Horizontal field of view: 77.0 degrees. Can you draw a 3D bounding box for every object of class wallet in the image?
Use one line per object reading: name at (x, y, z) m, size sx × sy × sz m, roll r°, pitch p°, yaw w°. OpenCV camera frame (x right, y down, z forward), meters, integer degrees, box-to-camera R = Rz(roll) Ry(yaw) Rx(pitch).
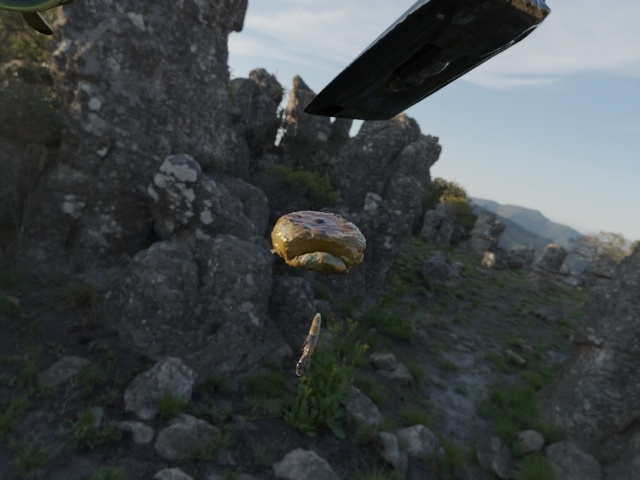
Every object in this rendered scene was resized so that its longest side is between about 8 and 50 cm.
wallet at (0.106, -0.196, 0.452) m, size 0.169 × 0.052 × 0.245 m, roll -15°, pitch -6°, yaw -40°

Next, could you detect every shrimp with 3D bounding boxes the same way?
shrimp at (-0.036, 0.294, 1.078) m, size 0.035 × 0.147 × 0.195 m, roll 22°, pitch 50°, yaw -1°

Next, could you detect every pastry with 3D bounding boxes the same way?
pastry at (0.000, 0.000, 0.944) m, size 0.219 × 0.100 × 0.229 m, roll 16°, pitch 20°, yaw 11°

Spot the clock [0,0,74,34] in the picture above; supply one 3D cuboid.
clock at (-0.367, -0.340, 0.456) m, size 0.170 × 0.232 × 0.069 m, roll 1°, pitch 58°, yaw -31°
